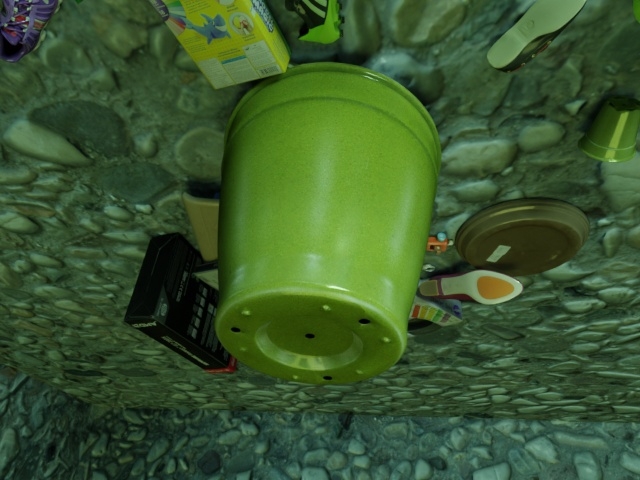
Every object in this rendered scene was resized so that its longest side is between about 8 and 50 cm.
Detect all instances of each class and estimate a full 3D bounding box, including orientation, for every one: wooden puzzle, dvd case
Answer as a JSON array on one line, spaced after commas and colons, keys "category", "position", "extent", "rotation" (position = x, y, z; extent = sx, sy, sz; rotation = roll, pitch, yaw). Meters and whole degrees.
[{"category": "wooden puzzle", "position": [-0.117, 0.001, 1.067], "extent": [0.348, 0.080, 0.322], "rotation": [9, 146, 3]}, {"category": "dvd case", "position": [-0.158, 0.096, 1.122], "extent": [0.239, 0.029, 0.179], "rotation": [-11, 141, 31]}]

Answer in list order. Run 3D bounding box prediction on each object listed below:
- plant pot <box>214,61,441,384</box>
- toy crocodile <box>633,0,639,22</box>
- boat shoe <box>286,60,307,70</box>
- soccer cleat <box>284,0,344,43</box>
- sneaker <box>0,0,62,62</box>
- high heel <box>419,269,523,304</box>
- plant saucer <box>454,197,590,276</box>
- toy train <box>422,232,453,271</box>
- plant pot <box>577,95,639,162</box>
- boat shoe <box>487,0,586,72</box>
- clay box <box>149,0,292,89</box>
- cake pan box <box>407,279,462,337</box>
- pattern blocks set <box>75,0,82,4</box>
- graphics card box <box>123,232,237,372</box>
[{"category": "plant pot", "position": [0.000, 0.000, 0.681], "extent": [0.366, 0.353, 0.366], "rotation": [4, 139, 4]}, {"category": "toy crocodile", "position": [0.540, -0.277, 0.531], "extent": [0.340, 0.105, 0.115], "rotation": [1, -172, 6]}, {"category": "boat shoe", "position": [-0.007, -0.236, 0.723], "extent": [0.153, 0.048, 0.056], "rotation": [25, 147, -16]}, {"category": "soccer cleat", "position": [-0.014, -0.322, 0.574], "extent": [0.072, 0.060, 0.179], "rotation": [1, 149, 9]}, {"category": "sneaker", "position": [-0.407, -0.308, 0.640], "extent": [0.068, 0.071, 0.170], "rotation": [23, 142, -26]}, {"category": "high heel", "position": [0.372, 0.114, 1.133], "extent": [0.244, 0.082, 0.117], "rotation": [-12, 172, 35]}, {"category": "plant saucer", "position": [0.440, 0.007, 1.024], "extent": [0.278, 0.041, 0.278], "rotation": [4, 148, 3]}, {"category": "toy train", "position": [0.239, 0.044, 1.101], "extent": [0.125, 0.046, 0.166], "rotation": [4, 146, 2]}, {"category": "plant pot", "position": [0.455, -0.176, 0.718], "extent": [0.083, 0.083, 0.079], "rotation": [1, 135, 7]}, {"category": "boat shoe", "position": [0.286, -0.276, 0.616], "extent": [0.042, 0.049, 0.133], "rotation": [-1, 152, -47]}, {"category": "clay box", "position": [-0.144, -0.309, 0.607], "extent": [0.127, 0.053, 0.222], "rotation": [-3, 145, 26]}, {"category": "cake pan box", "position": [0.225, 0.192, 1.310], "extent": [0.267, 0.070, 0.246], "rotation": [28, 142, -31]}, {"category": "pattern blocks set", "position": [-0.385, -0.388, 0.473], "extent": [0.325, 0.026, 0.285], "rotation": [33, 149, -15]}, {"category": "graphics card box", "position": [-0.328, 0.178, 1.217], "extent": [0.094, 0.232, 0.371], "rotation": [-7, 145, 19]}]
